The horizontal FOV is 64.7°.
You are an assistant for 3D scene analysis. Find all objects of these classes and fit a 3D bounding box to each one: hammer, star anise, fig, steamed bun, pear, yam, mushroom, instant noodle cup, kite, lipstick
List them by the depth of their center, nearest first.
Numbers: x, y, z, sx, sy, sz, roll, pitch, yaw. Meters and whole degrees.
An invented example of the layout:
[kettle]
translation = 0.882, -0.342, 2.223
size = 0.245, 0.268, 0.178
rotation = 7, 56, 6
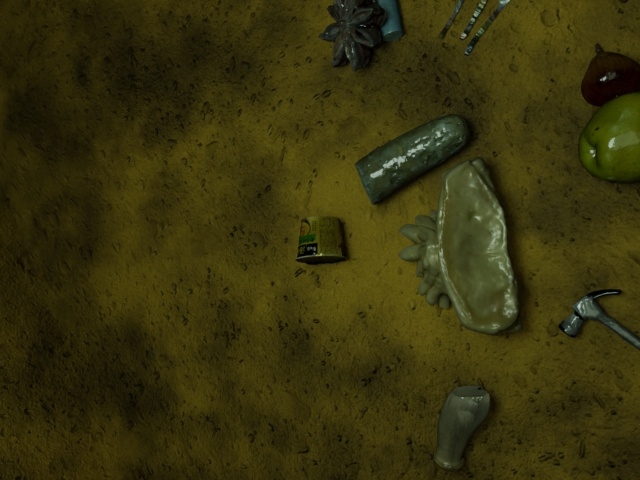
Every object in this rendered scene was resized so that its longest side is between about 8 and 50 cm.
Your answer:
[pear]
translation = 0.649, -0.212, 1.062
size = 0.198, 0.198, 0.198
rotation = 1, 92, 27
[hammer]
translation = 0.751, 0.274, 1.111
size = 0.427, 0.044, 0.152
rotation = 42, 109, 19
[fig]
translation = 0.636, -0.362, 1.128
size = 0.119, 0.153, 0.119
rotation = 0, 124, -1
[steamed bun]
translation = 0.335, 0.035, 1.261
size = 0.247, 0.189, 0.428
rotation = -14, 86, -2
[kite]
translation = 0.415, -0.630, 1.266
size = 0.169, 0.015, 0.310
rotation = 44, 108, 19
[mushroom]
translation = 0.355, 0.468, 1.294
size = 0.108, 0.096, 0.247
rotation = 25, 108, 24
[yam]
translation = 0.233, -0.215, 1.313
size = 0.330, 0.133, 0.133
rotation = -28, 79, 24
[star anise]
translation = 0.097, -0.585, 1.364
size = 0.236, 0.109, 0.223
rotation = 67, 152, 12
[lipstick]
translation = 0.164, -0.681, 1.365
size = 0.068, 0.061, 0.274
rotation = -17, 84, 51
[instant noodle cup]
translation = 0.000, 0.000, 1.438
size = 0.151, 0.151, 0.122
rotation = -9, 78, 27
